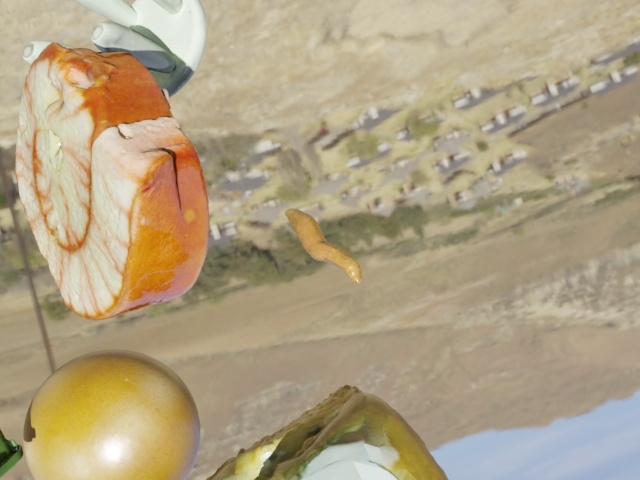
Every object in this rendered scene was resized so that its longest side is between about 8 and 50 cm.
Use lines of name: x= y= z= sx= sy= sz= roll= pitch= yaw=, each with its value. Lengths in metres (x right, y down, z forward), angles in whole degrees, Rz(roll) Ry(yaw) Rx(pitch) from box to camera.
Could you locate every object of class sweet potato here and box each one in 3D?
sweet potato: x=-0.004 y=0.003 z=1.232 sx=0.044 sy=0.179 sz=0.044 roll=-21 pitch=133 yaw=-25

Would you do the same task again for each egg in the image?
egg: x=-0.356 y=0.325 z=1.521 sx=0.283 sy=0.282 sz=0.351 roll=-11 pitch=-175 yaw=-37

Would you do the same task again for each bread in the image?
bread: x=0.048 y=0.367 z=0.943 sx=0.239 sy=0.395 sz=0.264 roll=-28 pitch=168 yaw=-18
bread: x=-0.261 y=-0.065 z=1.070 sx=0.114 sy=0.327 sz=0.295 roll=-13 pitch=144 yaw=-37

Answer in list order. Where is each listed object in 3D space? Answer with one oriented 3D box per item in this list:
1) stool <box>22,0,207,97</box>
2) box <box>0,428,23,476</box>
stool: x=-0.300 y=-0.323 z=1.325 sx=0.195 sy=0.195 sz=0.199 roll=-5 pitch=163 yaw=34
box: x=-0.608 y=0.321 z=1.244 sx=0.253 sy=0.177 sz=0.328 roll=-13 pitch=-168 yaw=15
